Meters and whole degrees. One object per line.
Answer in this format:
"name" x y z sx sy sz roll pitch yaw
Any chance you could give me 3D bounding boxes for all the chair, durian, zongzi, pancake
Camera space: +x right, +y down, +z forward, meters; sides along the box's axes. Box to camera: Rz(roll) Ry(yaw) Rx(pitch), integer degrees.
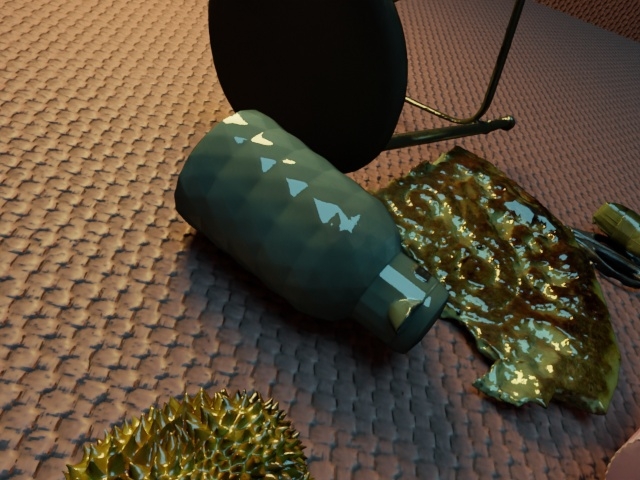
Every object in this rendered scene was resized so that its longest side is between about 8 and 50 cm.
"chair" 0.089 -0.308 0.731 0.364 0.362 0.410 32 49 24
"durian" -0.070 0.174 0.320 0.168 0.137 0.158 -19 75 -54
"zongzi" 0.511 -0.013 0.829 0.119 0.055 0.109 4 42 -48
"pancake" 0.230 0.034 0.673 0.304 0.067 0.427 -14 54 -26

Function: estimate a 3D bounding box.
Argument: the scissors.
"scissors" 0.382 -0.018 0.817 0.299 0.022 0.109 29 37 7

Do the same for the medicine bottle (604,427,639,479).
"medicine bottle" 0.417 0.207 0.474 0.290 0.178 0.178 -12 52 -36

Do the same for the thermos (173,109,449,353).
"thermos" 0.000 0.000 0.537 0.286 0.145 0.182 38 9 13
